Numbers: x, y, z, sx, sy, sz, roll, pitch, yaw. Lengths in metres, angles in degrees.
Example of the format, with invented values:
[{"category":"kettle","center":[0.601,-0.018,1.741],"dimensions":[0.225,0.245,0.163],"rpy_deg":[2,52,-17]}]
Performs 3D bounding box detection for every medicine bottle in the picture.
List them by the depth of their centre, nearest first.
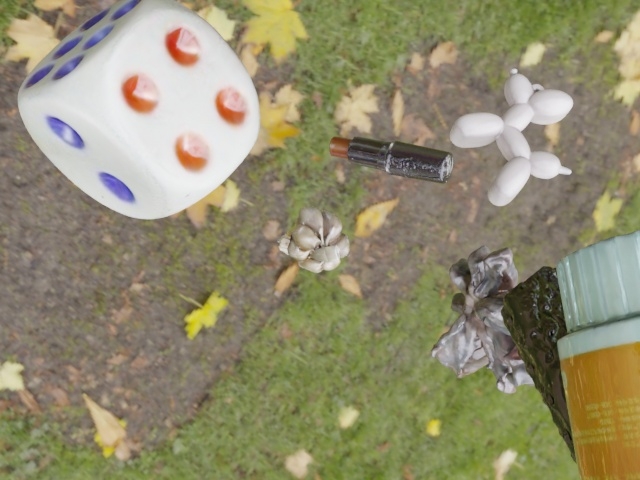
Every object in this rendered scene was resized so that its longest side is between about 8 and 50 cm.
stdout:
[{"category":"medicine bottle","center":[0.245,0.153,0.601],"dimensions":[0.158,0.158,0.318],"rpy_deg":[7,71,-44]}]

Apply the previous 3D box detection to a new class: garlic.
[{"category":"garlic","center":[0.000,0.000,1.866],"dimensions":[0.127,0.194,0.131],"rpy_deg":[-44,102,-8]}]

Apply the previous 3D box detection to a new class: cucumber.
[{"category":"cucumber","center":[0.231,0.156,0.757],"dimensions":[0.072,0.300,0.072],"rpy_deg":[-15,146,-11]}]

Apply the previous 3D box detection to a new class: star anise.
[{"category":"star anise","center":[0.221,0.108,1.199],"dimensions":[0.110,0.257,0.198],"rpy_deg":[-18,102,-20]}]

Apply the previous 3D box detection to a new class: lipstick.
[{"category":"lipstick","center":[0.157,-0.191,2.166],"dimensions":[0.081,0.299,0.081],"rpy_deg":[-44,140,-52]}]

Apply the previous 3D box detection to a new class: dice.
[{"category":"dice","center":[-0.311,-0.228,1.642],"dimensions":[0.277,0.304,0.304],"rpy_deg":[-53,122,-24]}]

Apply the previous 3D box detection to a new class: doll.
[{"category":"doll","center":[0.255,-0.140,1.217],"dimensions":[0.160,0.161,0.059],"rpy_deg":[-26,165,-12]}]
